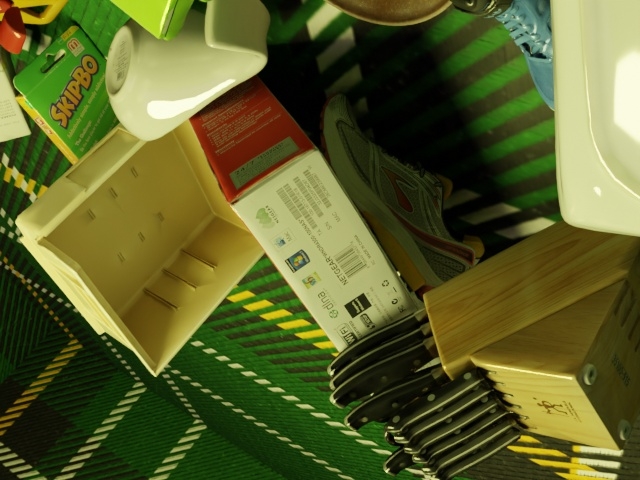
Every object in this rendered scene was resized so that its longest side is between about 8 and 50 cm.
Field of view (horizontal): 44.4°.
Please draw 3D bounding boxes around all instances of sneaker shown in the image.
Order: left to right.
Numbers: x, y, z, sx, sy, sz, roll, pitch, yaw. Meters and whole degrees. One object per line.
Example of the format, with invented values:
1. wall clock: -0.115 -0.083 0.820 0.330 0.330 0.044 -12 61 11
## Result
1. sneaker: 0.078 -0.053 0.779 0.225 0.093 0.088 54 -167 -4
2. sneaker: 0.120 -0.143 0.491 0.058 0.085 0.152 24 135 58

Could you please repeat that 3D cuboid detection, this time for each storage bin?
1. storage bin: -0.213 -0.012 1.019 0.123 0.262 0.260 26 153 31

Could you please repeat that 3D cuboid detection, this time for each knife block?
1. knife block: 0.143 0.069 0.636 0.242 0.275 0.088 3 138 49

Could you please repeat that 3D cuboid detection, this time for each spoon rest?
1. spoon rest: -0.125 -0.167 0.721 0.084 0.137 0.276 7 177 -33

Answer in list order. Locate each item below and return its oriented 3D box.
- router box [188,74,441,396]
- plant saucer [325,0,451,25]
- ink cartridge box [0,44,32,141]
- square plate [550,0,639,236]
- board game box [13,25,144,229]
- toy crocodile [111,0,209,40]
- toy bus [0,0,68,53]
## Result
1. router box: 0.000 0.000 0.796 0.335 0.082 0.301 56 -179 -32
2. plant saucer: 0.029 -0.245 0.553 0.199 0.036 0.198 32 155 16
3. ink cartridge box: -0.467 -0.281 0.954 0.306 0.131 0.226 107 144 -63
4. square plate: 0.240 -0.127 0.323 0.344 0.049 0.347 13 127 42
5. board game box: -0.290 -0.147 1.054 0.039 0.124 0.259 5 140 42
6. toy crocodile: -0.073 -0.265 0.485 0.115 0.105 0.340 36 140 4
7. toy bus: -0.280 -0.301 0.797 0.202 0.104 0.191 44 126 38
